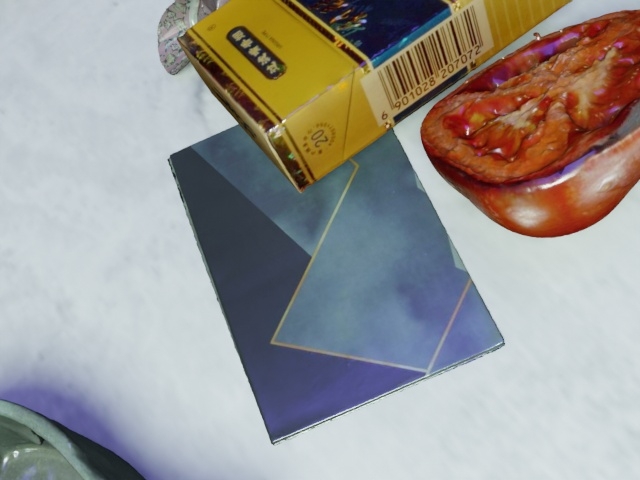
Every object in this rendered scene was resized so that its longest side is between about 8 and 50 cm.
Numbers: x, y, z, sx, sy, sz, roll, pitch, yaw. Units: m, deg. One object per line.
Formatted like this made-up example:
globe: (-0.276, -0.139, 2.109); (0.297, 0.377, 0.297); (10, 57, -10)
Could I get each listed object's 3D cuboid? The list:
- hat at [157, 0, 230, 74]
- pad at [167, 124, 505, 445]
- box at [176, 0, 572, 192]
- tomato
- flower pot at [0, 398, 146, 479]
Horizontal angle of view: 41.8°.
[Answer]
hat: (-0.092, -0.167, 0.665); (0.087, 0.042, 0.058); (-46, 54, 28)
pad: (0.000, 0.000, 0.577); (0.164, 0.004, 0.243); (-24, 61, 0)
box: (0.035, -0.156, 0.592); (0.237, 0.070, 0.152); (-34, 48, -6)
tomato: (0.159, -0.065, 0.517); (0.174, 0.082, 0.166); (-31, 28, -2)
flower pot: (-0.130, 0.172, 0.465); (0.229, 0.108, 0.103); (23, 72, 23)
